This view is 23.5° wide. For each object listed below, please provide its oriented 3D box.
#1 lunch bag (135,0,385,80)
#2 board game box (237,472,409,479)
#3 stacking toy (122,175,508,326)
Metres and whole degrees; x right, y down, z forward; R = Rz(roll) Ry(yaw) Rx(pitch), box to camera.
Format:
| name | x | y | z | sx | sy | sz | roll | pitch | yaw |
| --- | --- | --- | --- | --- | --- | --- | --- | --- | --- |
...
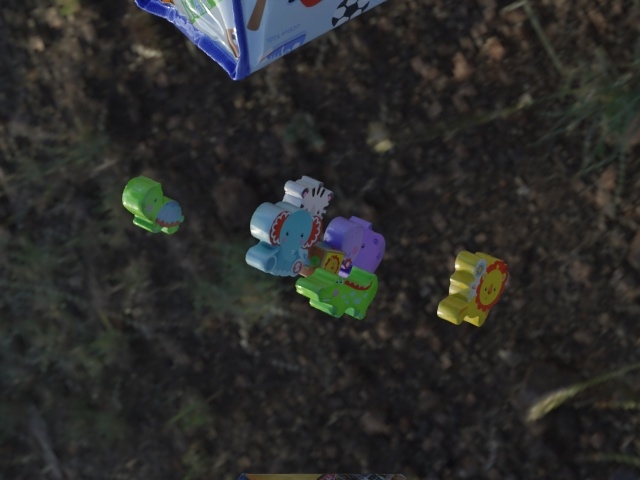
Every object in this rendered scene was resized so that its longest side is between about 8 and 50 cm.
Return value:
| name | x | y | z | sx | sy | sz | roll | pitch | yaw |
| --- | --- | --- | --- | --- | --- | --- | --- | --- | --- |
| lunch bag | -0.035 | -0.411 | 1.476 | 0.239 | 0.328 | 0.385 | 37 | 149 | 35 |
| board game box | 0.048 | 0.235 | 1.097 | 0.165 | 0.243 | 0.042 | 43 | 104 | 28 |
| stacking toy | 0.000 | 0.000 | 0.989 | 0.167 | 0.221 | 0.052 | 23 | 99 | 33 |
